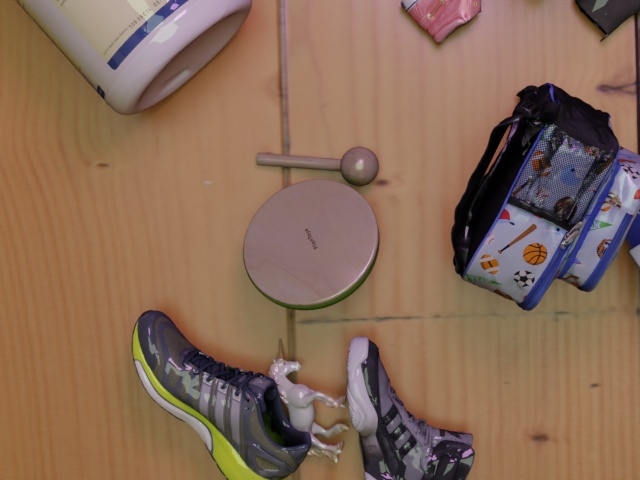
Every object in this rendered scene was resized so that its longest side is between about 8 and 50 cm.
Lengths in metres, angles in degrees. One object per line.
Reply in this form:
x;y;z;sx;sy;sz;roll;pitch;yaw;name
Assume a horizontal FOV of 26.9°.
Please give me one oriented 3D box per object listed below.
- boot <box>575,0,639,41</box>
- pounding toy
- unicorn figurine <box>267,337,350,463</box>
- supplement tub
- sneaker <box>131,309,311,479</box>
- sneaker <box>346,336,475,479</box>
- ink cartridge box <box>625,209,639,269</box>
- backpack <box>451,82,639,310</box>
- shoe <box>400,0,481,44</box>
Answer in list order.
0.364;-0.374;1.753;0.137;0.077;0.198;-40;88;9;boot
0.000;0.000;1.785;0.183;0.110;0.237;-4;62;14;pounding toy
-0.018;0.223;1.796;0.111;0.060;0.162;6;101;21;unicorn figurine
-0.272;-0.350;1.709;0.235;0.235;0.325;-42;89;4;supplement tub
-0.126;0.199;1.769;0.121;0.111;0.300;-40;97;28;sneaker
0.122;0.248;1.777;0.153;0.101;0.269;-11;97;3;sneaker
0.559;-0.009;1.646;0.324;0.071;0.330;-34;55;12;ink cartridge box
0.281;-0.046;1.689;0.213;0.276;0.263;34;107;3;backpack
0.197;-0.342;1.769;0.178;0.063;0.081;-41;91;9;shoe
